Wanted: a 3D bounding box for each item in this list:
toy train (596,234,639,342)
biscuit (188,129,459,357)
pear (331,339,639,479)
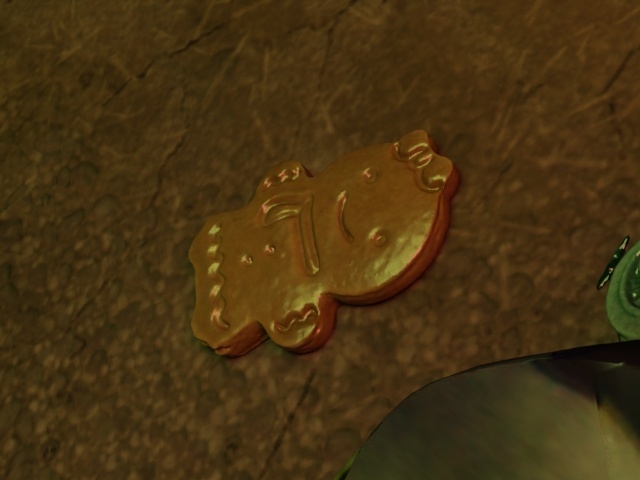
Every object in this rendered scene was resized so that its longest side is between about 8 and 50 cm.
[{"bbox_3d":[0.253,-0.016,0.802,0.326,0.129,0.159,-55,29,-16],"label":"toy train"},{"bbox_3d":[-0.003,0.004,1.068,0.184,0.027,0.133,-11,56,29],"label":"biscuit"},{"bbox_3d":[0.157,0.227,0.679,0.399,0.165,0.398,2,94,37],"label":"pear"}]
